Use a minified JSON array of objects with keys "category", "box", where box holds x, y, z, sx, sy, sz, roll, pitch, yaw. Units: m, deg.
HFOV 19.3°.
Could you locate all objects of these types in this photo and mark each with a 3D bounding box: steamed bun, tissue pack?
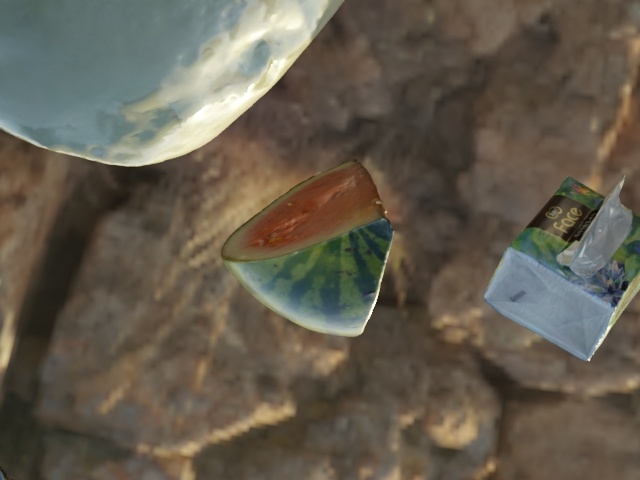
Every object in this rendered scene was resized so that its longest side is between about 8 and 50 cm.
[{"category":"steamed bun","box":[-0.132,-0.248,1.031,0.339,0.352,0.247,42,-171,26]},{"category":"tissue pack","box":[0.176,0.009,1.253,0.085,0.111,0.079,31,129,13]}]

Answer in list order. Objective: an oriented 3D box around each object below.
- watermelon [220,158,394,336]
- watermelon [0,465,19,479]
[{"category":"watermelon","box":[0.005,0.027,1.761,0.159,0.303,0.128,-30,101,2]},{"category":"watermelon","box":[-0.271,0.298,1.254,0.279,0.359,0.279,23,-166,-6]}]
